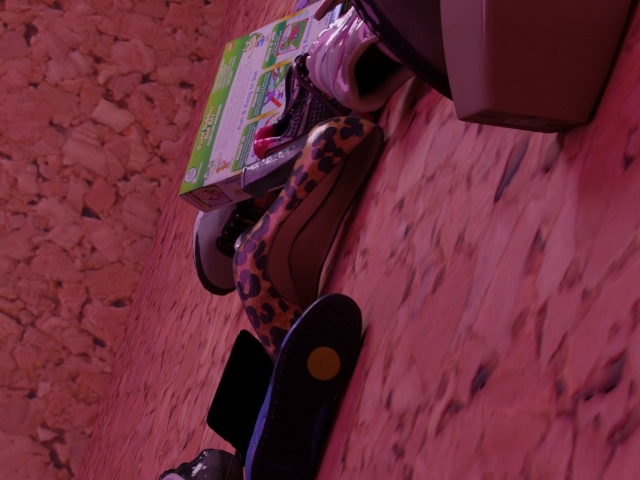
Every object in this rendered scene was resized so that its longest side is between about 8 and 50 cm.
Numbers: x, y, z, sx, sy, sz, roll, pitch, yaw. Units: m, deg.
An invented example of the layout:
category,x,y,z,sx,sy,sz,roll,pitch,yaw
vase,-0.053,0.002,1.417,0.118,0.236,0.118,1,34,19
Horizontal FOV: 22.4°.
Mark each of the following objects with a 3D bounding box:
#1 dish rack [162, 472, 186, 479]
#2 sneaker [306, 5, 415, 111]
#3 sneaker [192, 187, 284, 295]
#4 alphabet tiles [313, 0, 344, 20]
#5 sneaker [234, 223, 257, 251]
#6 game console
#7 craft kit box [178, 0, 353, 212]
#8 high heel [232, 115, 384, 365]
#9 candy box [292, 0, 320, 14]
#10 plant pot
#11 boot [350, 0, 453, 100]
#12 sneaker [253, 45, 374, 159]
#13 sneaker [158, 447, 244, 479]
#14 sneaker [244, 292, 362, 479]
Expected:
category,x,y,z,sx,sy,sz,roll,pitch,yaw
dish rack,-0.156,0.377,1.511,0.333,0.072,0.285,12,88,65
sneaker,0.085,-0.228,1.618,0.252,0.103,0.111,-61,30,23
sneaker,-0.098,-0.044,2.162,0.108,0.100,0.271,-109,40,-65
alphabet tiles,0.085,-0.366,1.783,0.278,0.021,0.284,-51,1,21
sneaker,-0.062,0.015,2.015,0.076,0.065,0.166,-49,21,17
game console,-0.089,0.176,1.760,0.107,0.071,0.122,-51,16,58
craft kit box,-0.059,-0.175,2.072,0.247,0.061,0.250,-13,52,44
high heel,0.000,0.000,1.704,0.186,0.093,0.261,-24,61,35
candy box,0.034,-0.396,2.213,0.165,0.070,0.196,149,140,-73
plant pot,0.144,-0.129,1.128,0.109,0.109,0.096,168,110,-77
boot,0.121,-0.302,1.464,0.223,0.118,0.338,-36,53,19
sneaker,0.026,-0.193,1.782,0.121,0.112,0.299,-98,31,-69
sneaker,-0.150,0.321,1.755,0.135,0.098,0.276,-81,18,-45
sneaker,-0.021,0.147,1.516,0.082,0.069,0.209,177,113,-82
